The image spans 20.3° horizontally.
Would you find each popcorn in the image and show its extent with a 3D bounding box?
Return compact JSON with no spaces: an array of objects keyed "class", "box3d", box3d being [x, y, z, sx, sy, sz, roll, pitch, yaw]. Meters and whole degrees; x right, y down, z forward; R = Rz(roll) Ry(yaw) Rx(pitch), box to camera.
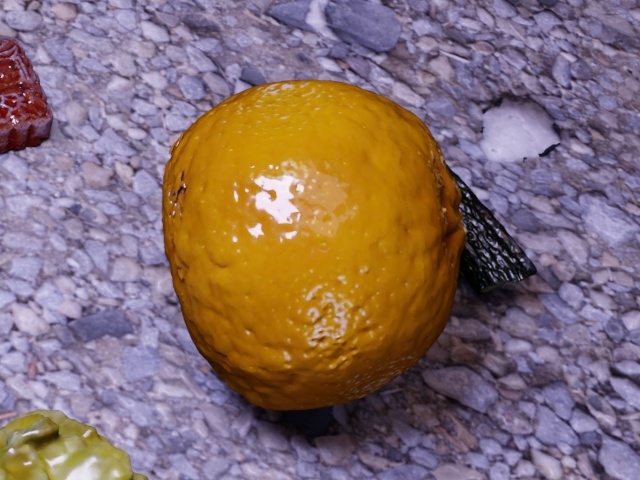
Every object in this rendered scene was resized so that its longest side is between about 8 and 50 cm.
[{"class":"popcorn","box3d":[-0.269,0.299,1.619,0.225,0.174,0.286,43,54,6]}]

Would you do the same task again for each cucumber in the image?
[{"class":"cucumber","box3d":[0.144,-0.038,2.052,0.077,0.077,0.265,-26,67,-31]}]

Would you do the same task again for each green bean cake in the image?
[{"class":"green bean cake","box3d":[-0.378,-0.160,1.993,0.135,0.056,0.136,-16,61,-25]}]

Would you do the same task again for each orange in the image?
[{"class":"orange","box3d":[0.000,0.000,1.810,0.293,0.340,0.340,-11,54,9]}]
